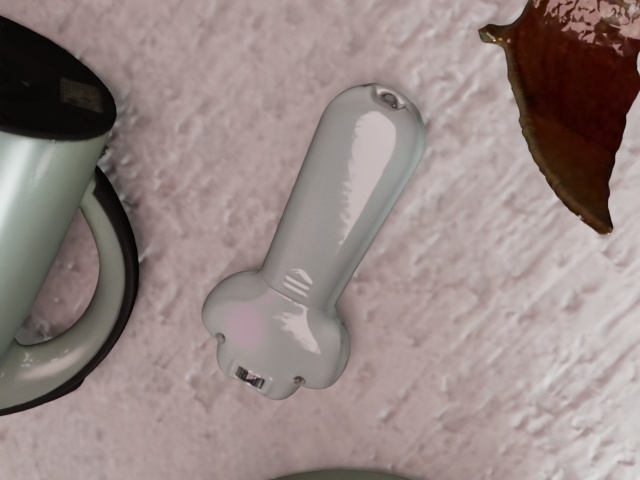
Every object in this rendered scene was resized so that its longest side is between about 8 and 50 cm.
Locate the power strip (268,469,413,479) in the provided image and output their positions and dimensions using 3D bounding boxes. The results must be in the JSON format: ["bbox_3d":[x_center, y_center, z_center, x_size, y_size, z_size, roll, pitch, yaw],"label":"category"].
[{"bbox_3d":[0.000,0.317,0.792,0.357,0.161,0.358,5,107,16],"label":"power strip"}]

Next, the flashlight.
[{"bbox_3d":[0.000,0.000,0.763,0.093,0.047,0.200,28,108,6],"label":"flashlight"}]

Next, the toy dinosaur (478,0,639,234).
[{"bbox_3d":[0.171,-0.193,0.624,0.206,0.113,0.327,41,110,2],"label":"toy dinosaur"}]

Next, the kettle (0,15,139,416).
[{"bbox_3d":[-0.213,0.003,0.777,0.221,0.161,0.236,18,114,-22],"label":"kettle"}]
